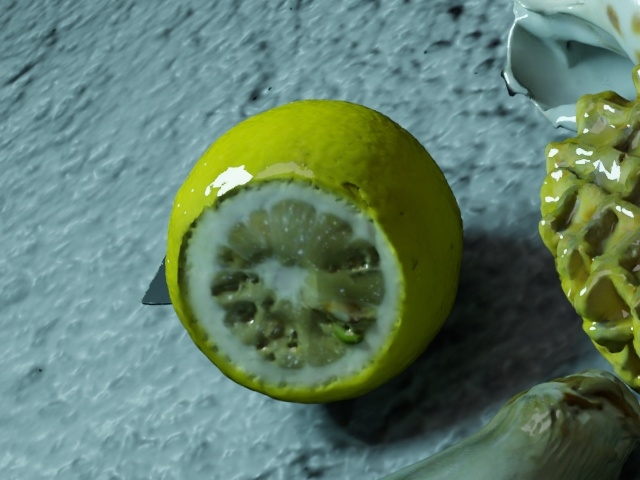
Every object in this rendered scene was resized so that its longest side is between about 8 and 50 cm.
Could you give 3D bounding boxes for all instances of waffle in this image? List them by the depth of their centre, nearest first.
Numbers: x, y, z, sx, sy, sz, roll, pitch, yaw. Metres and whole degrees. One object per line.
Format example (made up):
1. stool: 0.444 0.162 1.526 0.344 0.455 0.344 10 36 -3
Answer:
1. waffle: 0.291 -0.014 1.274 0.261 0.151 0.324 -37 28 8

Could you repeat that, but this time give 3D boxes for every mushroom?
1. mushroom: 0.047 0.216 1.251 0.397 0.126 0.177 -27 14 10

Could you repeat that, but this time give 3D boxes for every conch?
1. conch: 0.288 -0.173 1.470 0.149 0.182 0.275 -9 19 -39

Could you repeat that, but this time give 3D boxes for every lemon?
1. lemon: 0.000 0.000 1.449 0.240 0.240 0.219 -22 14 19

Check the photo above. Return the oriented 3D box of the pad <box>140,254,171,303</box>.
1. pad: -0.063 -0.034 1.727 0.164 0.004 0.243 -4 46 37
